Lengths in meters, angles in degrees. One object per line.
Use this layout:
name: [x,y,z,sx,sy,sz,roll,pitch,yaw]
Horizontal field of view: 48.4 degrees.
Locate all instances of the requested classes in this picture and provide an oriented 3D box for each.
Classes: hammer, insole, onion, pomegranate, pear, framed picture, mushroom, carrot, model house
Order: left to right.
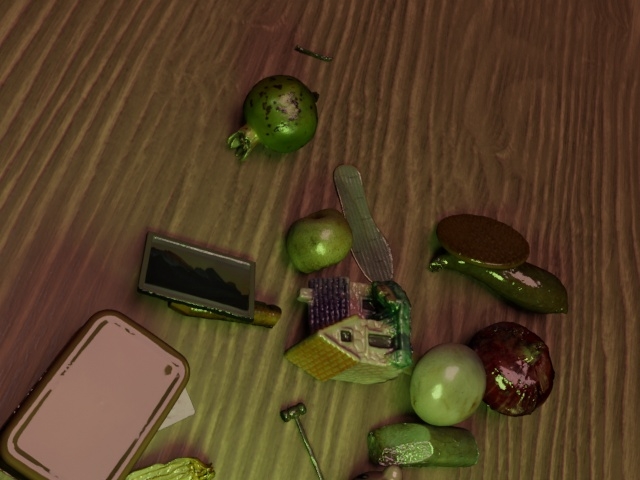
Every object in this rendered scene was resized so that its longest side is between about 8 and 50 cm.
framed picture: [-0.271,0.081,1.598,0.266,0.018,0.192,17,38,-20]
carrot: [-0.215,0.153,1.623,0.260,0.070,0.070,13,67,-24]
pomegranate: [-0.112,-0.292,1.779,0.198,0.198,0.246,26,98,-15]
hammer: [-0.011,0.513,1.613,0.058,0.029,0.292,-19,83,-28]
pear: [0.000,0.000,1.731,0.167,0.167,0.136,-23,99,-31]
model house: [0.061,0.200,1.657,0.238,0.202,0.236,10,68,-23]
insole: [0.112,-0.042,1.883,0.119,0.009,0.348,-10,77,-28]
mushroom: [0.284,0.335,1.727,0.207,0.215,0.207,-15,116,-35]
onion: [0.496,0.320,1.816,0.252,0.219,0.252,14,56,-22]

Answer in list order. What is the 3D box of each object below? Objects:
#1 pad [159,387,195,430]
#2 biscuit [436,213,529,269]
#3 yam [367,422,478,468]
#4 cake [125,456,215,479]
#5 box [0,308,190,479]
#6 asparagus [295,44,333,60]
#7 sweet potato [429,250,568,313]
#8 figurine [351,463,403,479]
pad: [-0.407,0.343,1.491,0.265,0.009,0.159,-20,82,-30]
biscuit: [0.438,0.004,1.932,0.262,0.037,0.262,6,31,-4]
yam: [0.247,0.491,1.703,0.259,0.106,0.106,9,68,-25]
cake: [-0.306,0.486,1.472,0.185,0.116,0.079,-23,77,1]
box: [-0.431,0.323,1.352,0.239,0.229,0.339,37,62,-10]
asparagus: [-0.016,-0.523,1.993,0.114,0.015,0.014,14,32,-23]
sweet potato: [0.503,0.098,1.961,0.423,0.130,0.130,22,63,-9]
figurine: [0.122,0.591,1.564,0.173,0.173,0.173,9,68,-23]
